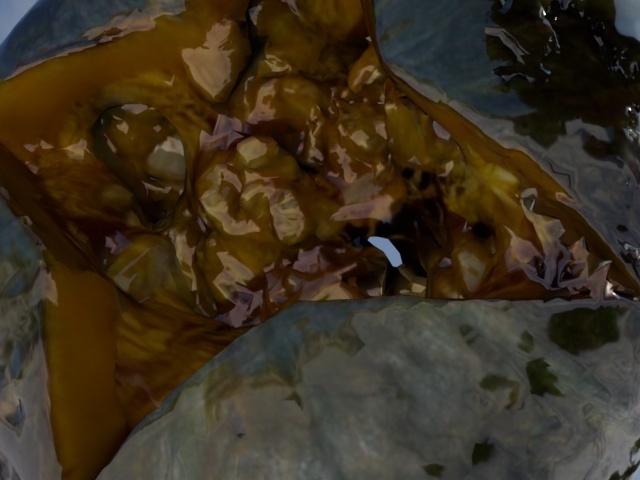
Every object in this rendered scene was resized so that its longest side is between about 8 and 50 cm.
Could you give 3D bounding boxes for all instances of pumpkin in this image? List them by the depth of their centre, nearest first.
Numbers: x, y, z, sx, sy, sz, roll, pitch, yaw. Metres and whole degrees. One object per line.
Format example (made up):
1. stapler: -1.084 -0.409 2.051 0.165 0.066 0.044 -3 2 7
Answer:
1. pumpkin: 0.000 0.000 0.586 0.320 0.320 0.192 -16 -26 18
